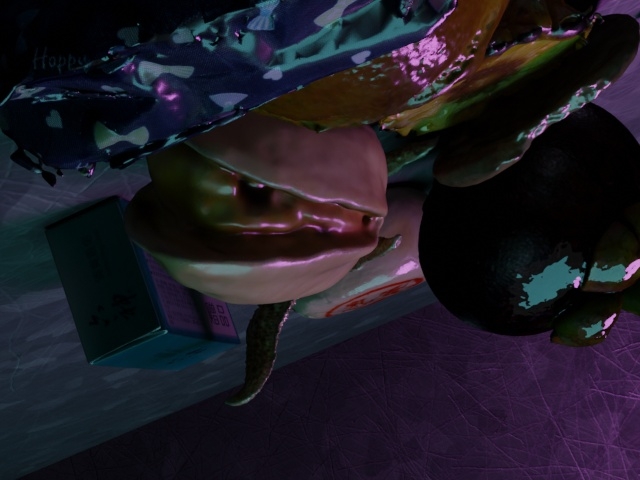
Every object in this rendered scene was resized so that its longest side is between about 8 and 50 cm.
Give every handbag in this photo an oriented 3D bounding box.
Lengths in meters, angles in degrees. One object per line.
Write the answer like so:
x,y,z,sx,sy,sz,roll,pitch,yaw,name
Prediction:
-0.060,-0.135,0.467,0.260,0.162,0.113,-24,154,10,handbag

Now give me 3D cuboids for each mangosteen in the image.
0.265,-0.025,1.118,0.300,0.300,0.300,-20,167,-5,mangosteen

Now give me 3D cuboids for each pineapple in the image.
0.133,-0.161,0.830,0.225,0.076,0.225,-23,173,-3,pineapple

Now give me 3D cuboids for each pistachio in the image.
-0.049,-0.042,0.843,0.187,0.187,0.299,-28,165,27,pistachio

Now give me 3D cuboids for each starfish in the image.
-0.001,-0.003,1.091,0.358,0.078,0.347,-51,-171,16,starfish

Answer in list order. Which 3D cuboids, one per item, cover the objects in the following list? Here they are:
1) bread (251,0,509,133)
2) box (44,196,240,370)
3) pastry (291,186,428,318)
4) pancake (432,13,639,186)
0.025,-0.145,0.605,0.260,0.134,0.129,-24,166,10,bread
-0.187,0.056,1.062,0.092,0.153,0.245,-23,166,9,box
0.063,0.022,1.387,0.265,0.133,0.265,-21,172,-3,pastry
0.208,-0.132,0.936,0.236,0.042,0.222,-45,-169,-4,pancake
